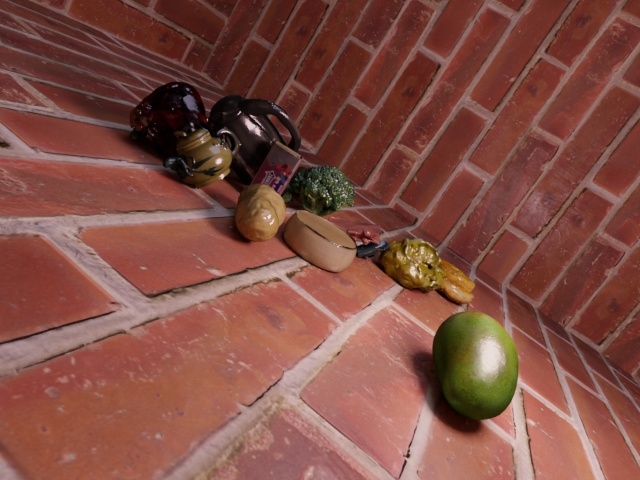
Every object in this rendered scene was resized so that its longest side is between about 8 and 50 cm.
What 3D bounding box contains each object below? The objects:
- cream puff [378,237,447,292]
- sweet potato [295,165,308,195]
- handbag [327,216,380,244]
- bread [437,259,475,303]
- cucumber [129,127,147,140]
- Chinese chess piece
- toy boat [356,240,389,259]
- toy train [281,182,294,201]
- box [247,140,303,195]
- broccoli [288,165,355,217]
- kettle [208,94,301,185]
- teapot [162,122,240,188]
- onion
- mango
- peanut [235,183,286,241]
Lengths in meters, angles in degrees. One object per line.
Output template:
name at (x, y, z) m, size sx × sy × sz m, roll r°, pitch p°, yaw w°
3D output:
cream puff at (0.375, 0.084, 1.963) m, size 0.281 × 0.185 × 0.282 m, roll 31°, pitch 11°, yaw -7°
sweet potato at (-0.107, -0.291, 2.284) m, size 0.130 × 0.131 × 0.422 m, roll 23°, pitch 11°, yaw -33°
handbag at (0.126, -0.036, 1.906) m, size 0.212 × 0.059 × 0.157 m, roll 8°, pitch 16°, yaw 6°
bread at (0.577, 0.184, 2.188) m, size 0.198 × 0.120 × 0.236 m, roll 24°, pitch 18°, yaw -39°
cucumber at (-0.592, -0.355, 1.618) m, size 0.039 × 0.039 × 0.168 m, roll 30°, pitch 16°, yaw -13°
Chinese chess piece at (0.000, 0.000, 1.598) m, size 0.249 × 0.103 × 0.250 m, roll 30°, pitch 15°, yaw -9°
toy boat at (0.202, 0.032, 1.916) m, size 0.141 × 0.060 × 0.055 m, roll -16°, pitch 30°, yaw -9°
toy train at (-0.161, -0.220, 2.012) m, size 0.132 × 0.083 × 0.200 m, roll 37°, pitch 17°, yaw -21°
box at (-0.164, -0.222, 1.722) m, size 0.120 × 0.224 × 0.069 m, roll 30°, pitch 20°, yaw -7°
broccoli at (0.005, -0.191, 1.968) m, size 0.269 × 0.242 × 0.261 m, roll 28°, pitch 23°, yaw -3°
kettle at (-0.232, -0.379, 1.759) m, size 0.320 × 0.229 × 0.324 m, roll -4°, pitch -32°, yaw 22°
teapot at (-0.356, -0.270, 1.489) m, size 0.173 × 0.269 × 0.183 m, roll 0°, pitch -56°, yaw 47°
onion at (-0.459, -0.371, 1.611) m, size 0.280 × 0.221 × 0.281 m, roll 28°, pitch 51°, yaw -41°
mango at (0.382, 0.306, 1.241) m, size 0.225 × 0.201 × 0.382 m, roll 56°, pitch 27°, yaw 0°
peanut at (-0.171, -0.083, 1.435) m, size 0.147 × 0.148 × 0.319 m, roll 29°, pitch 12°, yaw -15°
